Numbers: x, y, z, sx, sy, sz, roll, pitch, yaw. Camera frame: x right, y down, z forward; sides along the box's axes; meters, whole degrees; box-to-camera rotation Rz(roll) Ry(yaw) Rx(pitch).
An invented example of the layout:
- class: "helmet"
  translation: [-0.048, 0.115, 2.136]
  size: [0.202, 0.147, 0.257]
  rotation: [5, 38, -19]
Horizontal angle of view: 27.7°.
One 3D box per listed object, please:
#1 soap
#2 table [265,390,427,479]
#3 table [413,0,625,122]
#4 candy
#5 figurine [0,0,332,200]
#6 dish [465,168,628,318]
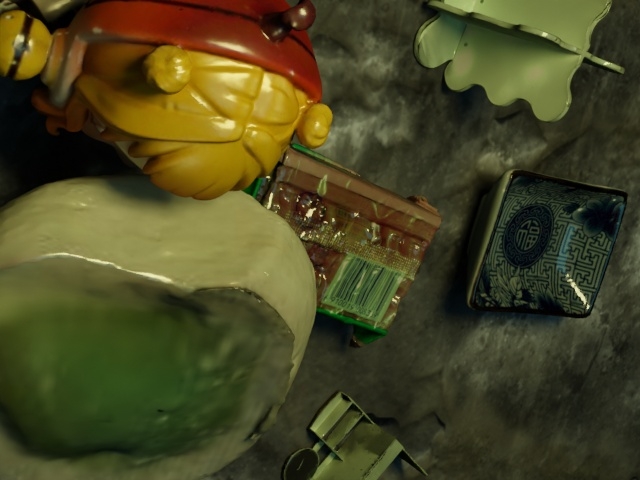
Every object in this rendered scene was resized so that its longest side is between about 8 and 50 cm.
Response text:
- class: "soap"
  translation: [0.002, 0.001, 1.447]
  size: [0.273, 0.098, 0.218]
  rotation: [21, 94, -41]
- class: "table"
  translation: [0.035, 0.295, 1.620]
  size: [0.146, 0.062, 0.175]
  rotation: [-49, 133, -11]
- class: "table"
  translation: [0.230, -0.228, 1.462]
  size: [0.166, 0.198, 0.166]
  rotation: [-16, 118, -33]
- class: "candy"
  translation: [-0.199, 0.109, 1.248]
  size: [0.386, 0.186, 0.427]
  rotation: [-7, 135, -18]
- class: "figurine"
  translation: [-0.129, -0.153, 1.133]
  size: [0.320, 0.323, 0.196]
  rotation: [14, 100, -41]
- class: "dish"
  translation: [0.273, -0.001, 1.668]
  size: [0.243, 0.080, 0.182]
  rotation: [7, 104, -41]
